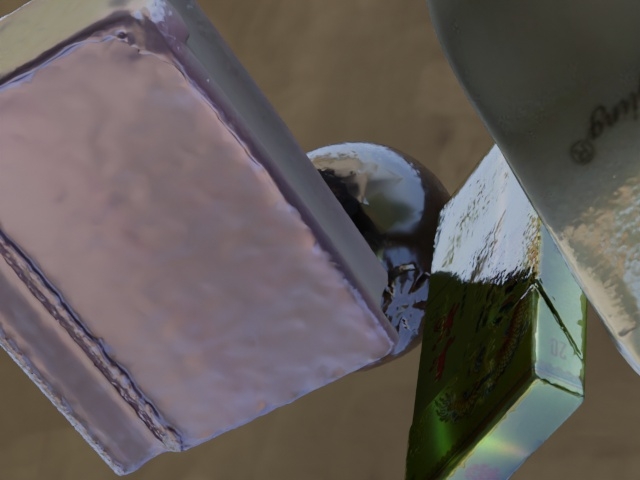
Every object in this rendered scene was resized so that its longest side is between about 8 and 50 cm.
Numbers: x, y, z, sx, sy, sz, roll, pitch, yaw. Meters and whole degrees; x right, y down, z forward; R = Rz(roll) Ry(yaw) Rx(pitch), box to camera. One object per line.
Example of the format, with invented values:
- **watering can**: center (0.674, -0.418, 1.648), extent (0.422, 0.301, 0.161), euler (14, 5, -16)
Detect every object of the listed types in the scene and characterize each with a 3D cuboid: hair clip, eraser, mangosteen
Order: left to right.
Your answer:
- **eraser**: center (-0.141, -0.012, 1.213), extent (0.272, 0.359, 0.122), euler (-25, -147, 15)
- **mangosteen**: center (0.000, 0.000, 1.566), extent (0.289, 0.231, 0.231), euler (31, -80, 37)
- **hair clip**: center (0.167, -0.085, 0.907), extent (0.172, 0.113, 0.282), euler (-37, -107, -1)

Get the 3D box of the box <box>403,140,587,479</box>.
- **box**: center (0.125, 0.035, 1.093), extent (0.173, 0.043, 0.311), euler (-55, -164, 41)
